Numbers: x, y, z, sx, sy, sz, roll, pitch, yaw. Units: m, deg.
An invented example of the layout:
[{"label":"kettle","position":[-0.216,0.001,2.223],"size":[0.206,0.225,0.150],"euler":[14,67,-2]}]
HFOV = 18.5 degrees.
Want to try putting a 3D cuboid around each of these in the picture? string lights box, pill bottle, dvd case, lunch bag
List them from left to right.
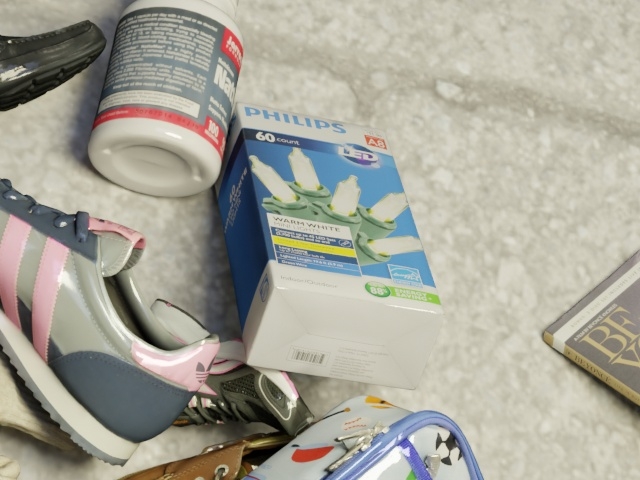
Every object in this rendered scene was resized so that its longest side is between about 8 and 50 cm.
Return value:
[{"label":"pill bottle","position":[-0.119,-0.136,1.581],"size":[0.108,0.108,0.180],"euler":[16,63,-13]},{"label":"string lights box","position":[0.000,0.000,1.515],"size":[0.133,0.076,0.259],"euler":[10,32,-16]},{"label":"lunch bag","position":[0.045,0.267,1.397],"size":[0.243,0.115,0.303],"euler":[-34,113,-26]},{"label":"dvd case","position":[0.323,0.092,1.642],"size":[0.221,0.018,0.164],"euler":[35,56,30]}]

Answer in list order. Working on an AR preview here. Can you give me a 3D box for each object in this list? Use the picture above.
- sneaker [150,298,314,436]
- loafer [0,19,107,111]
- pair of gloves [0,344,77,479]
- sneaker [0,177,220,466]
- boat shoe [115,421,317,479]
[{"label":"sneaker","position":[-0.083,0.115,1.482],"size":[0.077,0.178,0.072],"euler":[-51,135,-17]},{"label":"loafer","position":[-0.275,-0.136,1.541],"size":[0.223,0.076,0.078],"euler":[-23,85,-24]},{"label":"pair of gloves","position":[-0.238,0.141,1.363],"size":[0.204,0.042,0.240],"euler":[29,31,-34]},{"label":"sneaker","position":[-0.201,0.005,1.441],"size":[0.131,0.112,0.319],"euler":[-40,89,12]},{"label":"boat shoe","position":[-0.069,0.194,1.456],"size":[0.307,0.104,0.110],"euler":[-21,76,-27]}]
